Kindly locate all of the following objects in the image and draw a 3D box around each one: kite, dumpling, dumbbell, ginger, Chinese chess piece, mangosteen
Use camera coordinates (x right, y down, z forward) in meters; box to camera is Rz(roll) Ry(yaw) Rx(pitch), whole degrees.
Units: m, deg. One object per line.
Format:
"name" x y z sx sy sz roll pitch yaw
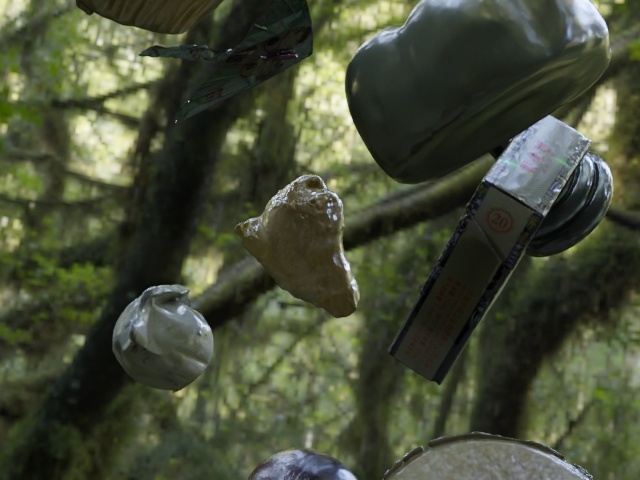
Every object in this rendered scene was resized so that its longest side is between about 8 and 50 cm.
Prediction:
"kite" -0.089 -0.181 1.240 0.250 0.012 0.229 -8 -28 -50
"dumpling" -0.200 0.122 1.626 0.118 0.136 0.199 19 -18 18
"dumbbell" 0.236 -0.131 1.657 0.179 0.179 0.406 -8 -41 47
"ginger" 0.001 0.004 1.681 0.122 0.193 0.115 -48 -8 28
"Chinese chess piece" 0.161 0.316 1.207 0.270 0.270 0.112 5 -47 10
"mangosteen" -0.023 0.312 1.411 0.153 0.152 0.152 8 -15 2

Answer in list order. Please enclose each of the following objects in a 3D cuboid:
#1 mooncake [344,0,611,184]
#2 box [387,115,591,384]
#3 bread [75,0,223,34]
"mooncake" 0.152 -0.168 1.230 0.275 0.135 0.275 -26 -11 -5
"box" 0.206 0.010 1.543 0.084 0.198 0.310 32 -49 9
"bread" -0.222 -0.368 1.149 0.388 0.236 0.183 43 -67 -9
